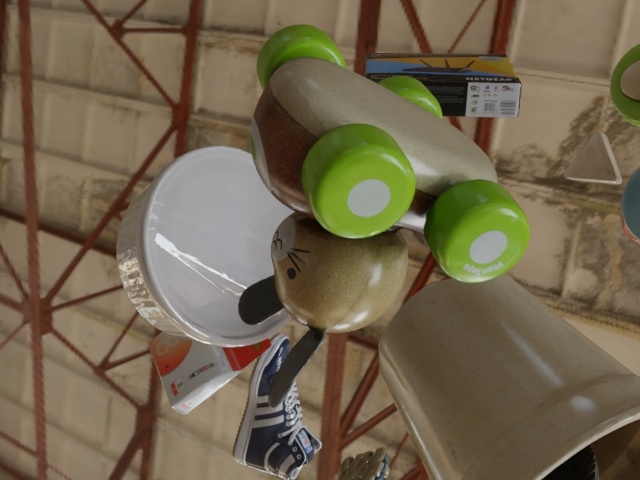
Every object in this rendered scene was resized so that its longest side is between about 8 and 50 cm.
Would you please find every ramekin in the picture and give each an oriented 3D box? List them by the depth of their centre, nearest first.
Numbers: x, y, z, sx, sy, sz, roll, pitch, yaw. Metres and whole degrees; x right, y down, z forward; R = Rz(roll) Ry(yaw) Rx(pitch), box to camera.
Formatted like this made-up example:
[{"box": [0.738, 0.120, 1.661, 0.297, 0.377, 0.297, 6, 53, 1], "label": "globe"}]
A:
[{"box": [-0.154, 0.016, 1.110, 0.127, 0.272, 0.273, -16, -88, 47], "label": "ramekin"}]

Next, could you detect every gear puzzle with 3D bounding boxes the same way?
[{"box": [0.018, 0.484, 1.254, 0.044, 0.339, 0.175, 34, -30, -7], "label": "gear puzzle"}]

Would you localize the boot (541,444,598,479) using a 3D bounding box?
[{"box": [0.321, 0.356, 0.945, 0.076, 0.190, 0.209, -21, -60, 17], "label": "boot"}]

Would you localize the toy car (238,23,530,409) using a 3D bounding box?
[{"box": [0.000, 0.000, 0.476, 0.188, 0.148, 0.155, -56, -149, 24], "label": "toy car"}]

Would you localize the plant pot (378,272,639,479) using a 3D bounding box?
[{"box": [0.234, 0.205, 0.995, 0.305, 0.333, 0.334, 55, -48, 42], "label": "plant pot"}]

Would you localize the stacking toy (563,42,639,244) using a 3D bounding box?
[{"box": [0.471, -0.149, 1.101, 0.279, 0.130, 0.309, 37, -74, 40], "label": "stacking toy"}]

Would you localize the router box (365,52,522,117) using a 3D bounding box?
[{"box": [0.143, -0.191, 0.982, 0.178, 0.133, 0.046, 1, -63, 3], "label": "router box"}]

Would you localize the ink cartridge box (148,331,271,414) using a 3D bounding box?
[{"box": [-0.180, 0.168, 1.288, 0.179, 0.045, 0.145, -40, -134, 7], "label": "ink cartridge box"}]

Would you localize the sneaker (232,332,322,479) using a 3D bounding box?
[{"box": [-0.063, 0.325, 1.543, 0.153, 0.099, 0.282, 22, -73, 21], "label": "sneaker"}]
